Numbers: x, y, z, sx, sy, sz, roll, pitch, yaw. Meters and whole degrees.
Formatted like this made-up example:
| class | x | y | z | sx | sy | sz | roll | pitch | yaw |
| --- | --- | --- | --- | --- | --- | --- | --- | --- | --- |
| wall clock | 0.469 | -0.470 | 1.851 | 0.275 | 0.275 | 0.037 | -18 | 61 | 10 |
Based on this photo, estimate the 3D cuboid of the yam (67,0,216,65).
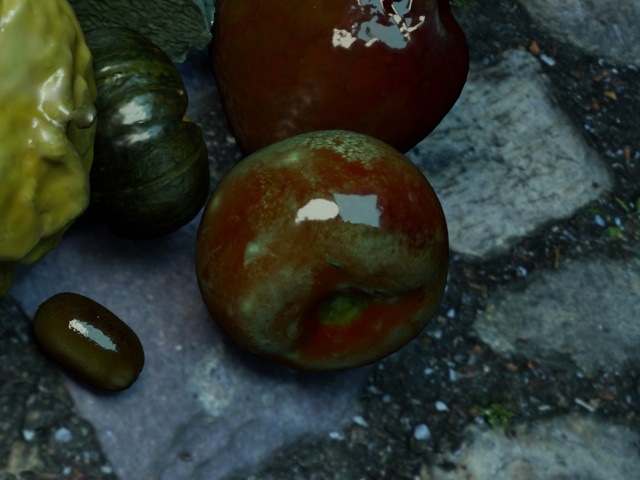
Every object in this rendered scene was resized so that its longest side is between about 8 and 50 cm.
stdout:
| class | x | y | z | sx | sy | sz | roll | pitch | yaw |
| --- | --- | --- | --- | --- | --- | --- | --- | --- | --- |
| yam | -0.218 | -0.367 | 1.816 | 0.241 | 0.241 | 0.348 | 18 | 55 | -19 |

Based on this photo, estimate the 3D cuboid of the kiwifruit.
| class | x | y | z | sx | sy | sz | roll | pitch | yaw |
| --- | --- | --- | --- | --- | --- | --- | --- | --- | --- |
| kiwifruit | -0.234 | 0.101 | 1.642 | 0.124 | 0.075 | 0.075 | 37 | 52 | 0 |

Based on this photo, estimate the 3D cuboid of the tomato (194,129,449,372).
| class | x | y | z | sx | sy | sz | roll | pitch | yaw |
| --- | --- | --- | --- | --- | --- | --- | --- | --- | --- |
| tomato | 0.000 | 0.000 | 1.707 | 0.270 | 0.270 | 0.222 | 4 | 44 | -27 |

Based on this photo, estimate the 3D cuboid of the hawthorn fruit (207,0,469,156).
| class | x | y | z | sx | sy | sz | roll | pitch | yaw |
| --- | --- | --- | --- | --- | --- | --- | --- | --- | --- |
| hawthorn fruit | 0.024 | -0.205 | 1.831 | 0.311 | 0.295 | 0.295 | 20 | 38 | 40 |

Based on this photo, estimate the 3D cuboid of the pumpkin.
| class | x | y | z | sx | sy | sz | roll | pitch | yaw |
| --- | --- | --- | --- | --- | --- | --- | --- | --- | --- |
| pumpkin | -0.208 | -0.108 | 1.683 | 0.159 | 0.238 | 0.238 | -27 | 77 | -9 |

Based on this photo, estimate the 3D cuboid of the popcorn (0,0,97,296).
| class | x | y | z | sx | sy | sz | roll | pitch | yaw |
| --- | --- | --- | --- | --- | --- | --- | --- | --- | --- |
| popcorn | -0.382 | -0.113 | 1.501 | 0.349 | 0.382 | 0.349 | -8 | 101 | -45 |
